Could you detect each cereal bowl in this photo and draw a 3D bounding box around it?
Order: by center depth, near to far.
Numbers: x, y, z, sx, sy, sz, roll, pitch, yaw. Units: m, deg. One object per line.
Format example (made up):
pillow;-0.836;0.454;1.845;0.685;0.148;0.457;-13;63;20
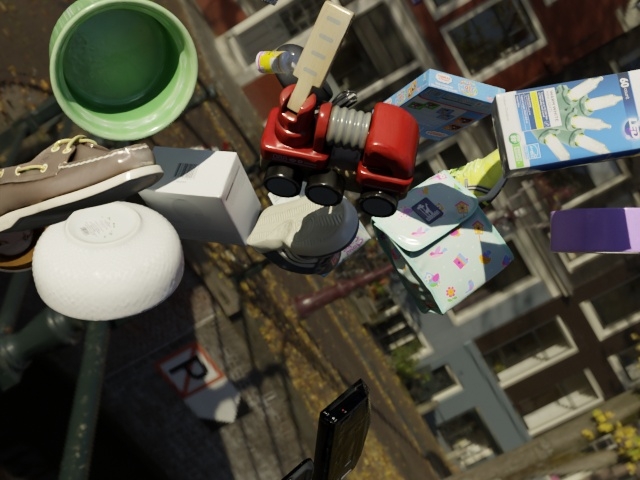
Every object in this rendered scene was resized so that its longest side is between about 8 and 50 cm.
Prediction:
cereal bowl;-0.474;0.017;1.755;0.339;0.339;0.141;-106;-164;-51

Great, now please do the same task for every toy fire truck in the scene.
toy fire truck;0.035;-0.173;1.073;0.246;0.217;0.158;99;4;-61

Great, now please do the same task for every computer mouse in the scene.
computer mouse;-0.034;-0.446;2.272;0.272;0.188;0.072;47;30;-28

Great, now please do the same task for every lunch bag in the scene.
lunch bag;0.261;0.000;1.751;0.262;0.223;0.160;57;-14;-6

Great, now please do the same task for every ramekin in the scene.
ramekin;-0.426;-0.379;1.670;0.303;0.303;0.148;52;-2;-39

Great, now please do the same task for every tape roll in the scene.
tape roll;0.625;-0.016;1.652;0.275;0.275;0.090;5;85;-77

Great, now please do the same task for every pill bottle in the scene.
pill bottle;-0.084;-0.354;1.562;0.043;0.083;0.043;-23;116;-60

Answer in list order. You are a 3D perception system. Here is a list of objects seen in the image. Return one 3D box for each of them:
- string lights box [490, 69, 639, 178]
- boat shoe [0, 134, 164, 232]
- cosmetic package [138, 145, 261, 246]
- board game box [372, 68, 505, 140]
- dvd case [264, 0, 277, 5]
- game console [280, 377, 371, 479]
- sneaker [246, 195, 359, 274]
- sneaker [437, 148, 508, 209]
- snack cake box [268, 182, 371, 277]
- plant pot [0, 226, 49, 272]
string lights box;0.427;-0.194;1.313;0.077;0.260;0.133;55;25;-81
boat shoe;-0.336;-0.083;1.037;0.116;0.324;0.096;-12;89;-51
cosmetic package;-0.293;-0.107;1.940;0.224;0.224;0.138;70;32;-55
board game box;0.214;-0.246;1.463;0.211;0.160;0.039;154;-58;-62
dvd case;-0.115;-0.508;1.296;0.029;0.179;0.239;43;20;31
game console;-0.031;0.410;1.399;0.044;0.361;0.213;30;-48;29
sneaker;0.000;0.000;1.450;0.148;0.131;0.350;36;-14;-22
sneaker;0.406;-0.153;2.273;0.147;0.385;0.145;40;37;-8
snack cake box;-0.006;-0.060;1.893;0.089;0.152;0.264;41;15;-46
plant pot;-0.769;-0.031;1.963;0.237;0.237;0.254;59;-22;-7
